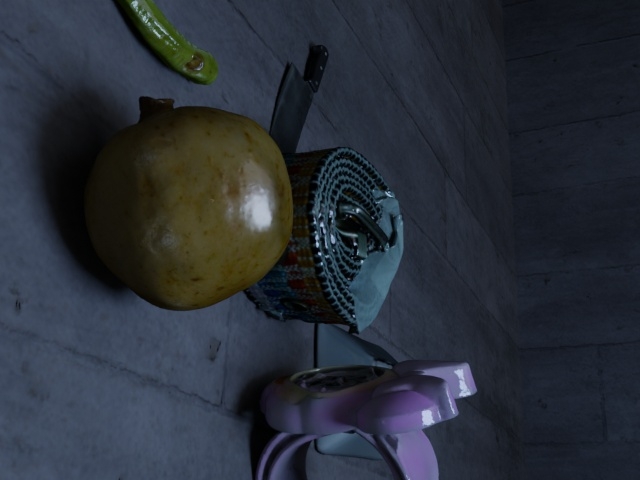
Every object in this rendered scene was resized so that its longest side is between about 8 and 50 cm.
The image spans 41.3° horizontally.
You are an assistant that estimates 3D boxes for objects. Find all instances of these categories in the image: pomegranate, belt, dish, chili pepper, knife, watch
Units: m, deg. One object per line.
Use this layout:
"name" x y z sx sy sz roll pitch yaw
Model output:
"pomegranate" -0.117 -0.041 0.752 0.196 0.196 0.196 -8 90 -67
"belt" 0.000 0.000 1.044 0.257 0.150 0.207 43 53 -54
"dish" 0.075 0.222 1.238 0.243 0.080 0.182 32 54 -60
"chili pepper" -0.162 -0.213 0.871 0.208 0.043 0.049 44 56 -55
"knife" -0.030 -0.211 1.205 0.072 0.019 0.245 59 34 -41
"watch" 0.056 0.255 0.972 0.211 0.248 0.218 -14 99 -67
